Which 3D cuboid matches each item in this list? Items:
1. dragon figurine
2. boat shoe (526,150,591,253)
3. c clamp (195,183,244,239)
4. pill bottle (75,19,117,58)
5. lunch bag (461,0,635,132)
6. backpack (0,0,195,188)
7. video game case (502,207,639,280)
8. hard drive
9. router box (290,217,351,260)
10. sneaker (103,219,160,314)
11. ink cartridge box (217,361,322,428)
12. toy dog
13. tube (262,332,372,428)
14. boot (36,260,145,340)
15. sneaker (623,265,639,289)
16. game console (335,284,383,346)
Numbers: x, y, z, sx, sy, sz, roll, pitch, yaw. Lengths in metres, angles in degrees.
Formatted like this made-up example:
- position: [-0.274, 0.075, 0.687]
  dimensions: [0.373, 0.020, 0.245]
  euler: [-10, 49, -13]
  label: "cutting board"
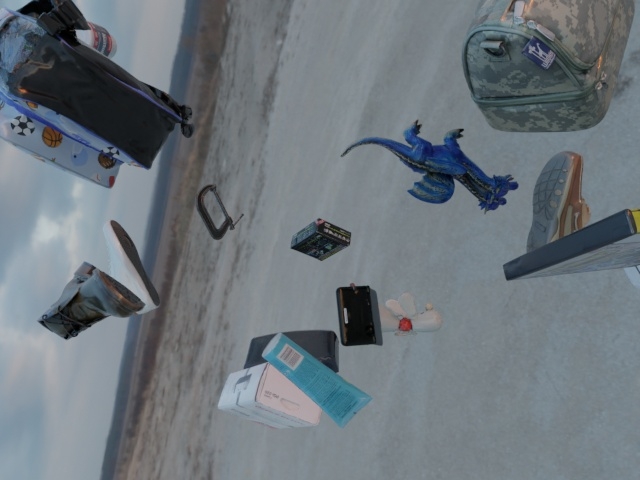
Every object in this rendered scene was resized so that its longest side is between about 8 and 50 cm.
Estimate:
- position: [0.190, -0.121, 0.861]
  dimensions: [0.085, 0.290, 0.143]
  euler: [114, 154, -43]
  label: "dragon figurine"
- position: [0.619, -0.075, 1.323]
  dimensions: [0.123, 0.117, 0.324]
  euler: [-107, 14, -58]
  label: "boat shoe"
- position: [-0.255, -0.076, 1.277]
  dimensions: [0.137, 0.022, 0.160]
  euler: [-67, -34, -40]
  label: "c clamp"
- position: [-0.670, -0.579, 1.503]
  dimensions: [0.180, 0.108, 0.107]
  euler: [-71, -4, -76]
  label: "pill bottle"
- position: [0.347, -0.349, 0.806]
  dimensions: [0.213, 0.256, 0.304]
  euler: [11, 73, 42]
  label: "lunch bag"
- position: [-0.375, -0.218, 0.769]
  dimensions: [0.213, 0.276, 0.263]
  euler: [-50, 55, 0]
  label: "backpack"
- position: [0.448, 0.006, 0.748]
  dimensions: [0.275, 0.249, 0.035]
  euler: [125, 139, -70]
  label: "video game case"
- position: [-0.079, 0.307, 1.404]
  dimensions: [0.172, 0.255, 0.054]
  euler: [-85, -13, -68]
  label: "hard drive"
- position: [0.000, 0.000, 1.208]
  dimensions: [0.122, 0.092, 0.038]
  euler: [-31, 42, 50]
  label: "router box"
- position: [-0.586, 0.087, 1.503]
  dimensions: [0.106, 0.123, 0.289]
  euler: [-76, -37, -86]
  label: "sneaker"
- position: [-0.112, 0.354, 1.159]
  dimensions: [0.218, 0.159, 0.092]
  euler: [-30, 37, 54]
  label: "ink cartridge box"
- position: [0.208, 0.216, 1.659]
  dimensions: [0.220, 0.334, 0.160]
  euler: [150, 123, -62]
  label: "toy dog"
- position: [-0.009, 0.247, 0.919]
  dimensions: [0.080, 0.207, 0.052]
  euler: [-47, 9, 12]
  label: "tube"
- position: [-0.302, 0.095, 0.674]
  dimensions: [0.106, 0.082, 0.219]
  euler: [-54, 28, -18]
  label: "boot"
- position: [0.700, 0.032, 1.110]
  dimensions: [0.091, 0.258, 0.094]
  euler: [-22, 46, 39]
  label: "sneaker"
- position: [0.083, 0.161, 1.082]
  dimensions: [0.071, 0.108, 0.122]
  euler: [120, 145, -69]
  label: "game console"
